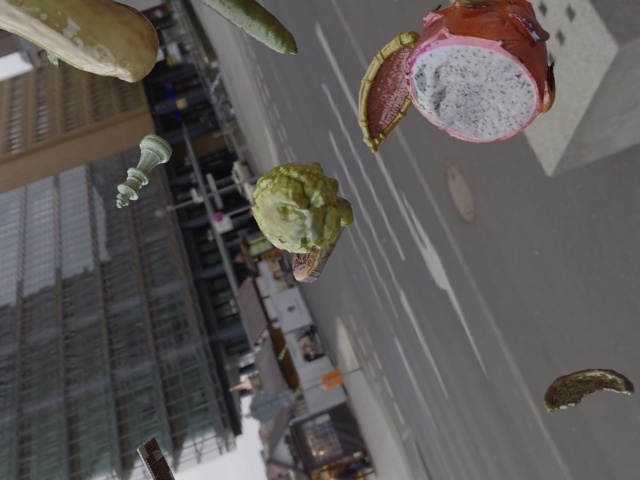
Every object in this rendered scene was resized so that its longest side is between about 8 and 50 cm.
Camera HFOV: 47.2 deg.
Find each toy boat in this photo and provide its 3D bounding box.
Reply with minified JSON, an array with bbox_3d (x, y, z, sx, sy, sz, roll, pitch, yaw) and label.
[{"bbox_3d":[0.161,-0.351,1.673,0.318,0.140,0.099,108,161,-44],"label":"toy boat"}]

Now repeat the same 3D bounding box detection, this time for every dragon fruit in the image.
[{"bbox_3d":[0.305,-0.346,1.399,0.291,0.290,0.189,76,-150,-54],"label":"dragon fruit"}]

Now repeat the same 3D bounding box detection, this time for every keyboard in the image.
[{"bbox_3d":[-0.387,0.558,1.765,0.017,0.055,0.166,-9,108,48],"label":"keyboard"}]

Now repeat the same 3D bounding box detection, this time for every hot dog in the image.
[{"bbox_3d":[0.000,0.000,2.009,0.069,0.253,0.131,31,176,-25],"label":"hot dog"}]

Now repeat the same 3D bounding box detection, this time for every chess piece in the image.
[{"bbox_3d":[-0.321,-0.116,1.302,0.059,0.059,0.149,77,-147,-56],"label":"chess piece"}]

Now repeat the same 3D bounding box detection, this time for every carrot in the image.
[{"bbox_3d":[-0.184,-0.444,1.292,0.358,0.074,0.074,36,180,-9],"label":"carrot"}]

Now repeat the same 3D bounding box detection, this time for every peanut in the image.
[{"bbox_3d":[-0.386,-0.352,1.086,0.318,0.148,0.147,25,-167,-22],"label":"peanut"}]

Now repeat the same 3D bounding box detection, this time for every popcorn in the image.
[{"bbox_3d":[-0.030,-0.065,1.468,0.198,0.212,0.198,22,117,53],"label":"popcorn"}]

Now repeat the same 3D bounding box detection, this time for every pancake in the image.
[{"bbox_3d":[0.590,0.339,1.640,0.184,0.190,0.020,14,130,62],"label":"pancake"}]

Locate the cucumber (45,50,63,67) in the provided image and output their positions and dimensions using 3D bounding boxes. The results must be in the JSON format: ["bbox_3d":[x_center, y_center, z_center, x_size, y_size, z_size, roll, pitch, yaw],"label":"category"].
[{"bbox_3d":[-0.637,-0.504,1.770,0.069,0.069,0.227,67,151,27],"label":"cucumber"}]
